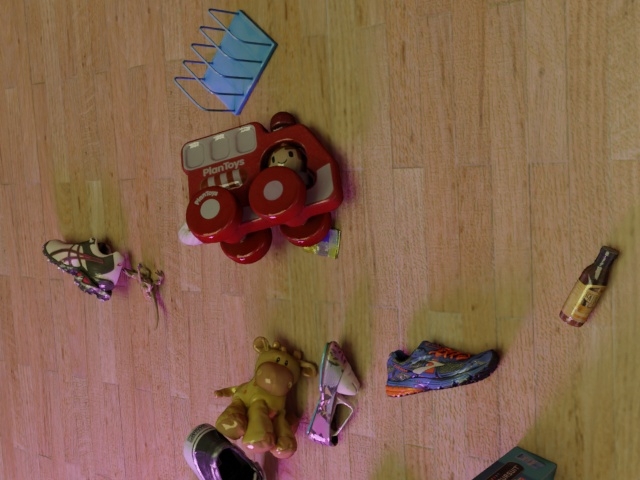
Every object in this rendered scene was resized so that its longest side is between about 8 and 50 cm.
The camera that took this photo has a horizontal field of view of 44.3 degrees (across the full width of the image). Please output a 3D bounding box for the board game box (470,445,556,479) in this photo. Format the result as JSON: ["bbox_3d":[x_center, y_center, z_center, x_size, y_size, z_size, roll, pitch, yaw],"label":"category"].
[{"bbox_3d":[0.246,0.520,1.223,0.079,0.254,0.335,20,108,34],"label":"board game box"}]

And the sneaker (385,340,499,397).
[{"bbox_3d":[0.196,0.209,1.329,0.221,0.083,0.087,-18,77,34],"label":"sneaker"}]

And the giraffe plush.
[{"bbox_3d":[-0.096,0.292,1.534,0.170,0.182,0.210,-60,26,15],"label":"giraffe plush"}]

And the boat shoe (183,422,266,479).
[{"bbox_3d":[-0.159,0.475,1.544,0.105,0.113,0.306,18,139,39],"label":"boat shoe"}]

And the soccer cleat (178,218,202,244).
[{"bbox_3d":[-0.237,-0.033,1.622,0.196,0.076,0.068,-15,87,38],"label":"soccer cleat"}]

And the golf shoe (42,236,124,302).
[{"bbox_3d":[-0.561,0.045,1.887,0.273,0.105,0.120,28,83,38],"label":"golf shoe"}]

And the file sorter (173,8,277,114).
[{"bbox_3d":[-0.190,-0.346,1.524,0.118,0.105,0.170,47,121,22],"label":"file sorter"}]

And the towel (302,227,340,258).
[{"bbox_3d":[0.000,0.000,1.489,0.083,0.009,0.060,16,105,35],"label":"towel"}]

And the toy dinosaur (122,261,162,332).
[{"bbox_3d":[-0.388,0.113,1.787,0.183,0.053,0.092,53,139,28],"label":"toy dinosaur"}]

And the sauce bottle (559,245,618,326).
[{"bbox_3d":[0.401,0.068,1.172,0.042,0.042,0.128,34,118,29],"label":"sauce bottle"}]

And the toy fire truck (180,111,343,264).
[{"bbox_3d":[-0.115,-0.113,1.454,0.302,0.169,0.253,-16,66,16],"label":"toy fire truck"}]

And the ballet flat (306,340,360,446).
[{"bbox_3d":[0.030,0.292,1.478,0.079,0.077,0.221,17,113,15],"label":"ballet flat"}]
